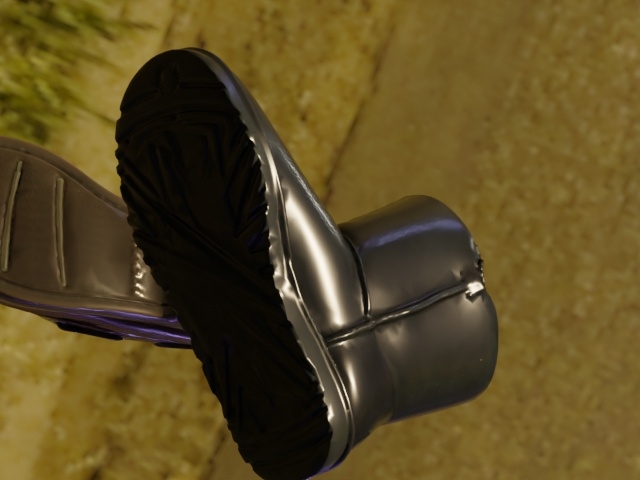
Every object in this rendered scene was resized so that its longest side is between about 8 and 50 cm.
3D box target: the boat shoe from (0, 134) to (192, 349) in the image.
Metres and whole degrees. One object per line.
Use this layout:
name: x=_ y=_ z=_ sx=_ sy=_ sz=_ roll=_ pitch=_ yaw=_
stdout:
boat shoe: x=-0.166 y=0.018 z=1.320 sx=0.307 sy=0.104 sz=0.111 roll=20 pitch=63 yaw=-22

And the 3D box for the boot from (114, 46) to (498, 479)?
boot: x=0.000 y=0.000 z=1.117 sx=0.207 sy=0.094 sz=0.247 roll=-22 pitch=91 yaw=-57
